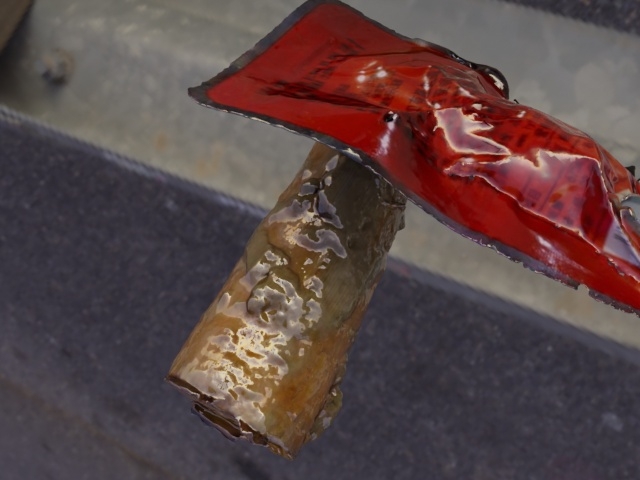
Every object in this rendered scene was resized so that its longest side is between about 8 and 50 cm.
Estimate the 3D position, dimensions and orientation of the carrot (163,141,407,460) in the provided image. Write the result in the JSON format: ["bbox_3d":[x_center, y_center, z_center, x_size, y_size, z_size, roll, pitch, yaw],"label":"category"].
[{"bbox_3d":[0.000,0.000,0.738,0.102,0.263,0.102,25,164,8],"label":"carrot"}]

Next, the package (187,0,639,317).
[{"bbox_3d":[0.084,-0.053,0.653,0.269,0.194,0.071,33,114,7],"label":"package"}]
